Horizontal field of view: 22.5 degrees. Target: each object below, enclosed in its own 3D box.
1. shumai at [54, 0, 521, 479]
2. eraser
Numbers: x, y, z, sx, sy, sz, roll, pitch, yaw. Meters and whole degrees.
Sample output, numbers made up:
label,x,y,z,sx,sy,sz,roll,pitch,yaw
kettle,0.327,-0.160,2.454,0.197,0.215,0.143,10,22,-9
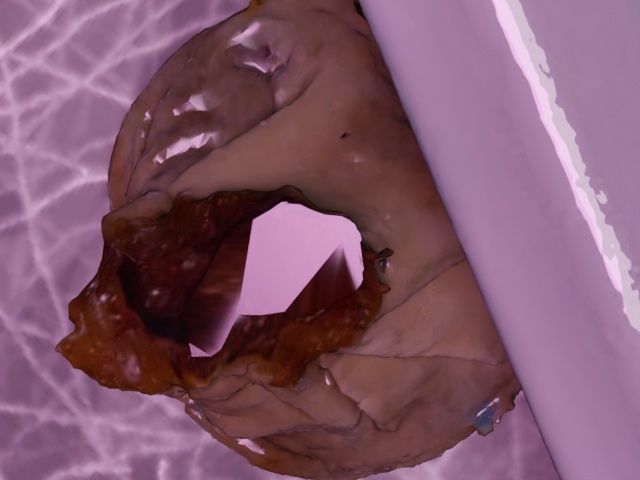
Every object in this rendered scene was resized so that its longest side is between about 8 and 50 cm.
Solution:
label,x,y,z,sx,sy,sz,roll,pitch,yaw
shumai,0.000,0.000,0.596,0.201,0.120,0.201,0,95,3
eraser,0.132,-0.007,0.573,0.189,0.104,0.290,-28,97,-40
